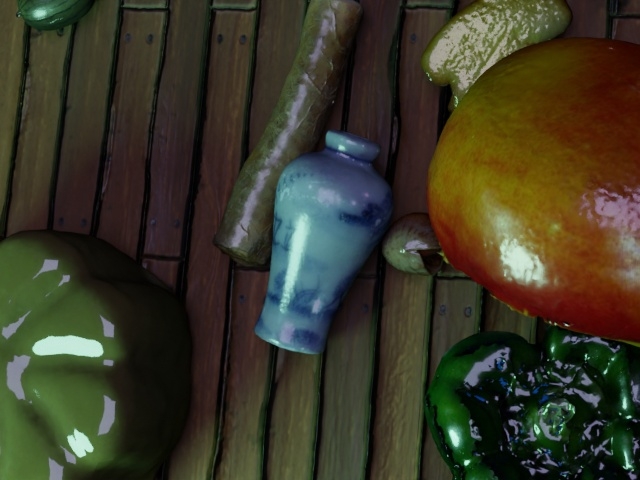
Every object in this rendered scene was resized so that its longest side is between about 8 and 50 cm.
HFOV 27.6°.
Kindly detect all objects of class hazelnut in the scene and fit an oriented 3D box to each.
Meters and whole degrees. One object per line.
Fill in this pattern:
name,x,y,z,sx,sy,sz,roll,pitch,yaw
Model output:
hazelnut,0.114,0.006,1.530,0.086,0.086,0.086,-2,81,12

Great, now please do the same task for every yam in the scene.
yam,-0.037,-0.139,1.588,0.081,0.081,0.357,19,85,14

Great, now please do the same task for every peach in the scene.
peach,0.286,-0.060,1.338,0.380,0.306,0.242,33,132,34

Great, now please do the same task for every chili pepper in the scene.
chili pepper,0.239,0.207,1.385,0.248,0.257,0.233,-2,76,11

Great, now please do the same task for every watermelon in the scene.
watermelon,-0.342,-0.313,1.680,0.110,0.078,0.078,-24,77,7

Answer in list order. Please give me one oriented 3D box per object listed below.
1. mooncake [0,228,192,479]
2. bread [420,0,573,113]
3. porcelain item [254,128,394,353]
mooncake,-0.348,0.164,1.544,0.378,0.201,0.379,-2,80,12
bread,0.221,-0.219,1.556,0.187,0.065,0.149,-37,87,1
porcelain item,0.000,0.000,1.525,0.141,0.141,0.259,22,98,14
